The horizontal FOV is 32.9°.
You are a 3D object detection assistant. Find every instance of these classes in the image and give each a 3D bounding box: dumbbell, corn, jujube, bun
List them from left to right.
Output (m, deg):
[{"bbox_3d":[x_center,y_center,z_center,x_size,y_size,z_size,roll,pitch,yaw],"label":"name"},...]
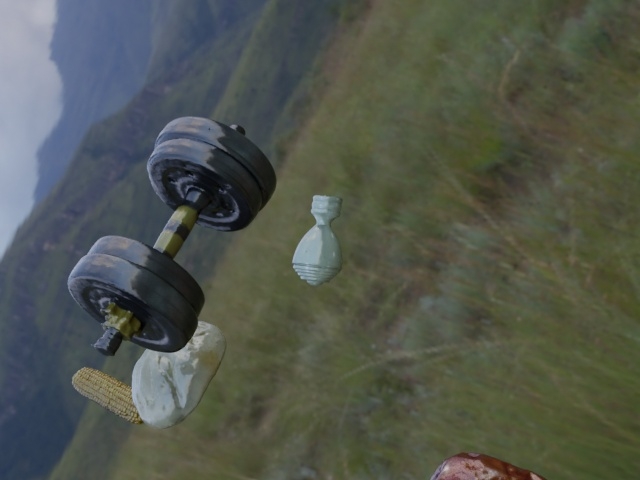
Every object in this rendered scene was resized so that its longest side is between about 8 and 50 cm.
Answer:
[{"bbox_3d":[-0.433,0.328,2.284,0.068,0.207,0.068,-52,-24,-36],"label":"corn"},{"bbox_3d":[-0.227,0.195,1.654,0.183,0.102,0.183,-48,20,23],"label":"bun"},{"bbox_3d":[-0.197,-0.009,1.477,0.388,0.185,0.185,-61,-3,-28],"label":"dumbbell"},{"bbox_3d":[0.285,0.434,1.693,0.174,0.251,0.174,-63,-3,-7],"label":"jujube"}]

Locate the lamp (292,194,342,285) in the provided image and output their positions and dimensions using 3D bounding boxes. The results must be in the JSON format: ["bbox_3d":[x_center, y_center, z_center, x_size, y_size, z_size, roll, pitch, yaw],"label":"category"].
[{"bbox_3d":[0.000,0.000,2.274,0.106,0.106,0.192,122,156,-83],"label":"lamp"}]
